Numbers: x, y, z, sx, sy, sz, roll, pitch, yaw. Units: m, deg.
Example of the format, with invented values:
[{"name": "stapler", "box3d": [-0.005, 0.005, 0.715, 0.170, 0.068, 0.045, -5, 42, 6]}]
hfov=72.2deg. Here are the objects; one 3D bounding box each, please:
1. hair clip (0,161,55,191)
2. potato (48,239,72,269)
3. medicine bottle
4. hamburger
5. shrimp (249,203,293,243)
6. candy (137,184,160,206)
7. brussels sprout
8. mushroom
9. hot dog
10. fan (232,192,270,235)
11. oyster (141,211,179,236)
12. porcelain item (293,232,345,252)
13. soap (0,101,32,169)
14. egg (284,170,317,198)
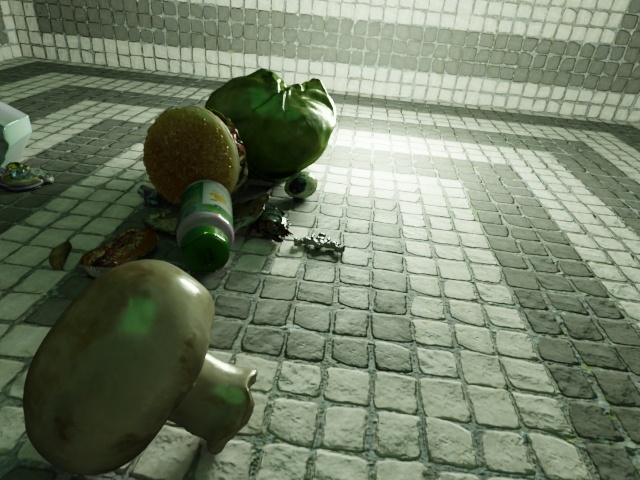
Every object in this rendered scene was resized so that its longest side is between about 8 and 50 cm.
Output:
[{"name": "hair clip", "box3d": [-0.899, -0.183, 1.304, 0.172, 0.049, 0.116, 16, 45, 1]}, {"name": "potato", "box3d": [-0.597, 0.028, 0.998, 0.036, 0.037, 0.093, -7, 33, -11]}, {"name": "medicine bottle", "box3d": [-0.278, -0.036, 1.065, 0.133, 0.134, 0.274, -2, 32, -12]}, {"name": "hamburger", "box3d": [-0.351, -0.230, 1.227, 0.301, 0.302, 0.170, 9, 18, 6]}, {"name": "shrimp", "box3d": [-0.120, -0.044, 1.138, 0.079, 0.090, 0.232, 11, 9, -34]}, {"name": "candy", "box3d": [-0.468, -0.167, 1.340, 0.093, 0.051, 0.226, 20, 34, 4]}, {"name": "brussels sprout", "box3d": [-0.157, -0.353, 1.432, 0.424, 0.343, 0.361, -2, 48, -3]}, {"name": "mushroom", "box3d": [-0.237, 0.187, 0.624, 0.290, 0.297, 0.298, 37, 24, -19]}, {"name": "hot dog", "box3d": [-0.459, 0.022, 1.014, 0.108, 0.059, 0.191, 11, 33, 18]}, {"name": "fan", "box3d": [-0.216, -0.041, 1.147, 0.152, 0.008, 0.227, -15, 37, 26]}, {"name": "oyster", "box3d": [-0.413, -0.037, 1.145, 0.086, 0.029, 0.132, -18, 41, -24]}, {"name": "porcelain item", "box3d": [0.000, 0.000, 1.157, 0.136, 0.021, 0.075, 9, 27, 5]}, {"name": "soap", "box3d": [-1.087, -0.339, 1.368, 0.346, 0.208, 0.115, 10, 31, 8]}, {"name": "egg", "box3d": [-0.061, -0.173, 1.375, 0.110, 0.085, 0.085, -15, 36, -26]}]
